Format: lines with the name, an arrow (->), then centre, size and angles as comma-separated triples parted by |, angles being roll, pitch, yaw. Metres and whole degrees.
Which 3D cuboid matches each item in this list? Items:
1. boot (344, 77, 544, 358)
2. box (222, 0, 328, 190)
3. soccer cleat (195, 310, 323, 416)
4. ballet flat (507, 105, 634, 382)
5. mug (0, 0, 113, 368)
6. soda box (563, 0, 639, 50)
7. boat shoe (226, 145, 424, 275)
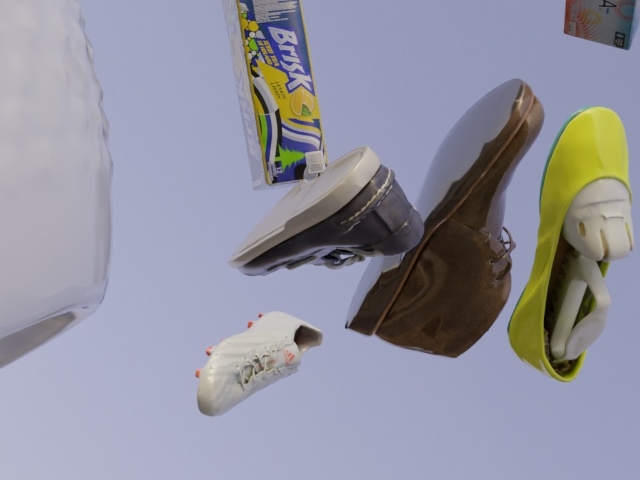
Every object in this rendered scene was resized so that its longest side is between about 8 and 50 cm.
boot -> 0.134, -0.012, 1.217 | 0.115, 0.112, 0.305 | 25, -49, -5
box -> -0.037, -0.128, 1.117 | 0.059, 0.054, 0.169 | 169, -88, -75
soccer cleat -> -0.064, 0.125, 1.451 | 0.076, 0.196, 0.068 | 9, -65, 23
ballet flat -> 0.204, 0.012, 1.076 | 0.077, 0.077, 0.231 | -125, -141, -50
mug -> -0.233, -0.087, 0.525 | 0.328, 0.276, 0.374 | 62, -7, 3
soda box -> 0.239, -0.236, 1.132 | 0.063, 0.058, 0.183 | 18, -24, 16
boat shoe -> 0.000, 0.000, 0.876 | 0.065, 0.075, 0.206 | 43, -23, -9
